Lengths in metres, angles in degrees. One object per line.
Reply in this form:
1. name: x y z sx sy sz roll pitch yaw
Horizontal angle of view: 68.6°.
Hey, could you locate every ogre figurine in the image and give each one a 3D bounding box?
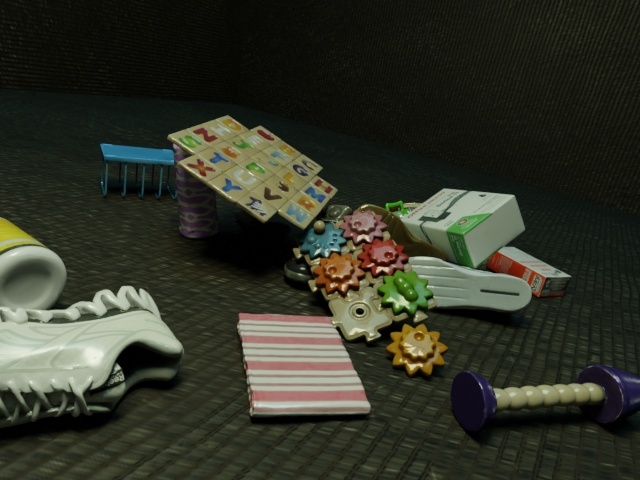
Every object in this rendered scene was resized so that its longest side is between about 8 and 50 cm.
1. ogre figurine: 0.223 -0.052 1.211 0.118 0.097 0.197 1 18 -11

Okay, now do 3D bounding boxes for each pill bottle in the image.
1. pill bottle: -0.430 0.027 0.619 0.184 0.103 0.103 24 23 29

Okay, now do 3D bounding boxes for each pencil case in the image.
1. pencil case: -0.244 -0.105 0.941 0.088 0.206 0.086 -11 30 -30

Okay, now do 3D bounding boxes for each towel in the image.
1. towel: -0.031 0.158 0.609 0.144 0.029 0.197 5 23 -18

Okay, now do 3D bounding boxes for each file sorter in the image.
1. file sorter: -0.434 -0.162 1.130 0.170 0.104 0.118 0 24 -29

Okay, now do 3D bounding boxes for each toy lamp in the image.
1. toy lamp: 0.304 0.201 0.607 0.275 0.080 0.080 5 21 -17

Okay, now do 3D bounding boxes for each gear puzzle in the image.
1. gear puzzle: 0.080 0.070 0.744 0.175 0.044 0.339 -19 48 -12

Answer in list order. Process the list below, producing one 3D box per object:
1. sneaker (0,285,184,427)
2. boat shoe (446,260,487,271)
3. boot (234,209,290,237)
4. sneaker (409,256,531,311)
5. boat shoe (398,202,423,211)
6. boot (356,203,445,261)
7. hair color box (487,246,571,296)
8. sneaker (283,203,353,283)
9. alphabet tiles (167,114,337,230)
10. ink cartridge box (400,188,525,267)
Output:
1. sneaker: -0.267 0.127 0.454 0.118 0.110 0.292 34 29 29
2. boat shoe: 0.348 -0.029 1.204 0.121 0.110 0.341 8 20 -11
3. boot: -0.135 -0.042 1.083 0.106 0.037 0.114 5 16 -25
4. sneaker: 0.255 0.092 0.888 0.258 0.094 0.091 12 -8 8
5. boat shoe: 0.315 -0.085 1.408 0.170 0.063 0.059 10 26 -3
6. boot: 0.138 -0.006 0.976 0.213 0.077 0.165 31 -1 -16
7. hair color box: 0.477 0.070 1.095 0.093 0.053 0.167 2 21 -29
8. sneaker: 0.000 0.000 0.905 0.087 0.130 0.227 17 22 20
9. alphabet tiles: -0.112 -0.141 0.899 0.285 0.011 0.342 34 28 1
10. ink cartridge box: 0.293 -0.034 1.000 0.153 0.087 0.208 -34 23 -18
